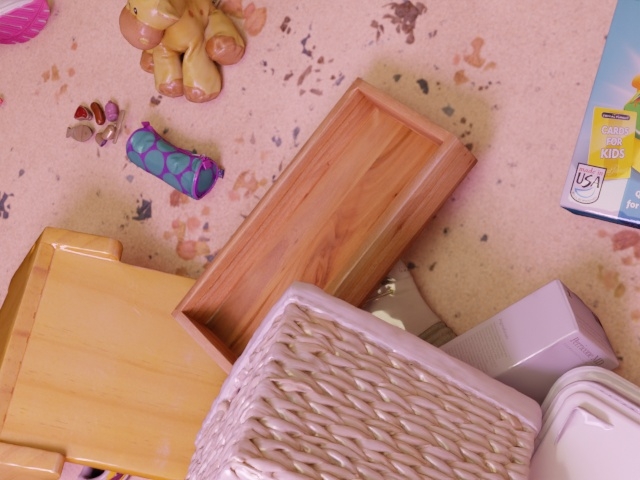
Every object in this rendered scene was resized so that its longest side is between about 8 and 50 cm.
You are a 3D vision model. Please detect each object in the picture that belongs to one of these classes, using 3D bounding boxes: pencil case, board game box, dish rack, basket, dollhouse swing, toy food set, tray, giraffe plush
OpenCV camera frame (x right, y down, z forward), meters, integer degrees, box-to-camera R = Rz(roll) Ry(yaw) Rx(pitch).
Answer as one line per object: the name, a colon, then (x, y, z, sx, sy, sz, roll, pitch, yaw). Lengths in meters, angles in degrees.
pencil case: (-0.223, -0.120, 1.598, 0.152, 0.064, 0.070, 28, 112, 28)
board game box: (0.451, -0.167, 1.238, 0.254, 0.079, 0.336, 16, 91, 29)
dish rack: (0.309, 0.333, 1.150, 0.286, 0.072, 0.332, 31, 97, 27)
basket: (0.022, 0.288, 1.175, 0.331, 0.266, 0.328, 27, 131, -6)
dollhouse swing: (-0.325, 0.207, 1.550, 0.315, 0.305, 0.346, -39, 37, 54)
toy food set: (-0.356, -0.190, 1.707, 0.122, 0.019, 0.077, 16, 90, 37)
tray: (0.000, 0.000, 1.395, 0.411, 0.076, 0.203, -52, 49, 1)
giraffe plush: (-0.221, -0.325, 1.566, 0.181, 0.170, 0.210, 18, 91, 29)

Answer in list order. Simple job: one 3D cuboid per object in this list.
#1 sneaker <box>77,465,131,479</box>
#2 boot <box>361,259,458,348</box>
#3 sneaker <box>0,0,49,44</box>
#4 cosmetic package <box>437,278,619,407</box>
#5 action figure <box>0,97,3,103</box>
sneaker: (-0.291, 0.285, 1.565, 0.070, 0.084, 0.185, 28, 96, 28)
boot: (0.064, 0.138, 1.405, 0.213, 0.077, 0.165, -42, 69, 16)
sneaker: (-0.569, -0.389, 1.800, 0.252, 0.103, 0.111, -12, 79, 25)
cosmetic package: (0.226, 0.155, 1.281, 0.231, 0.117, 0.085, -33, 46, 22)
action figure: (-0.594, -0.234, 1.834, 0.115, 0.030, 0.038, -6, 75, 25)
